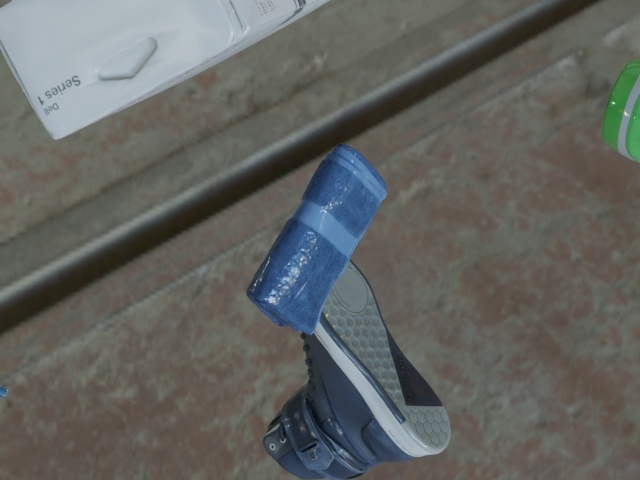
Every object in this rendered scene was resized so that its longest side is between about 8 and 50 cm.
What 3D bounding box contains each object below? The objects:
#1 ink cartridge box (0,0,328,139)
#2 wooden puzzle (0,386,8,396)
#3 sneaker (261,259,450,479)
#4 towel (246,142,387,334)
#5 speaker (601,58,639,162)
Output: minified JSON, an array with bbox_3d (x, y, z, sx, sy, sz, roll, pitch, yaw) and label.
[{"bbox_3d":[-0.090,-0.160,0.871,0.092,0.160,0.219,62,25,-7],"label":"ink cartridge box"},{"bbox_3d":[-0.254,0.063,0.816,0.116,0.078,0.014,48,43,-25],"label":"wooden puzzle"},{"bbox_3d":[-0.008,0.113,1.158,0.086,0.163,0.226,-37,98,-50],"label":"sneaker"},{"bbox_3d":[0.000,0.000,0.849,0.029,0.067,0.119,25,79,33],"label":"towel"},{"bbox_3d":[0.484,-0.117,1.507,0.296,0.131,0.131,22,51,24],"label":"speaker"}]
